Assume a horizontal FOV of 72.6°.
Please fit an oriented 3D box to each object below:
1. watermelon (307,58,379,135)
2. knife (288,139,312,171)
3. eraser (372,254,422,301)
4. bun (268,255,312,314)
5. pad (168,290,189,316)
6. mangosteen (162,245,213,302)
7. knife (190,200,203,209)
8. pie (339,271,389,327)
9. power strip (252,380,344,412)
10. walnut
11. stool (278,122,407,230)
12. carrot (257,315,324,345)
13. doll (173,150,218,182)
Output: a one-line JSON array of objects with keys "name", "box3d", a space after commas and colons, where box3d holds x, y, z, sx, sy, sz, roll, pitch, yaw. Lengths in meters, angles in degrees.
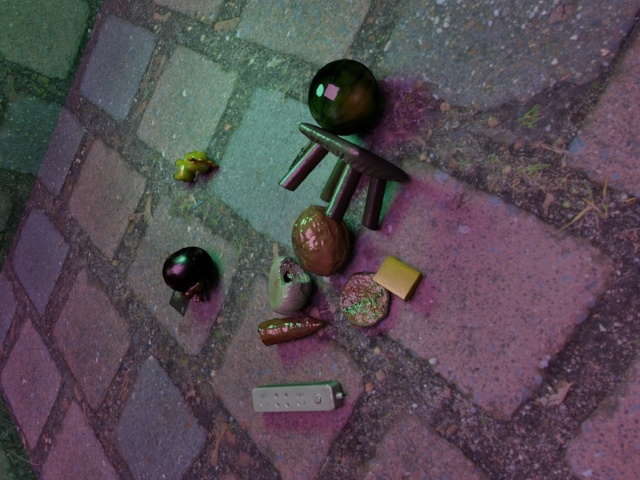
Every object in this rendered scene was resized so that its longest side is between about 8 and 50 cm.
[{"name": "watermelon", "box3d": [0.078, -0.475, 1.453, 0.242, 0.242, 0.243, -6, 80, 34]}, {"name": "knife", "box3d": [-0.072, -0.325, 1.667, 0.045, 0.021, 0.222, 43, 111, 32]}, {"name": "eraser", "box3d": [0.238, 0.117, 1.351, 0.122, 0.045, 0.097, 30, 86, 28]}, {"name": "bun", "box3d": [-0.105, 0.160, 1.554, 0.203, 0.126, 0.213, -29, 59, 56]}, {"name": "pad", "box3d": [-0.626, 0.232, 1.981, 0.127, 0.004, 0.190, 28, 98, 35]}, {"name": "mangosteen", "box3d": [-0.541, 0.150, 1.831, 0.211, 0.211, 0.250, -13, 106, 33]}, {"name": "knife", "box3d": [-0.569, -0.162, 1.998, 0.091, 0.005, 0.014, -28, 69, 29]}, {"name": "pie", "box3d": [0.146, 0.191, 1.426, 0.186, 0.041, 0.187, -6, 79, 33]}, {"name": "power strip", "box3d": [-0.082, 0.548, 1.519, 0.384, 0.062, 0.091, -16, 77, 33]}, {"name": "walnut", "box3d": [0.000, 0.000, 1.464, 0.198, 0.198, 0.245, -11, 95, 33]}, {"name": "stool", "box3d": [0.068, -0.200, 1.378, 0.310, 0.310, 0.226, 34, 103, 36]}, {"name": "carrot", "box3d": [-0.098, 0.313, 1.548, 0.262, 0.101, 0.102, -17, 74, 29]}, {"name": "doll", "box3d": [-0.566, -0.335, 1.948, 0.220, 0.142, 0.136, -6, 78, 41]}]
